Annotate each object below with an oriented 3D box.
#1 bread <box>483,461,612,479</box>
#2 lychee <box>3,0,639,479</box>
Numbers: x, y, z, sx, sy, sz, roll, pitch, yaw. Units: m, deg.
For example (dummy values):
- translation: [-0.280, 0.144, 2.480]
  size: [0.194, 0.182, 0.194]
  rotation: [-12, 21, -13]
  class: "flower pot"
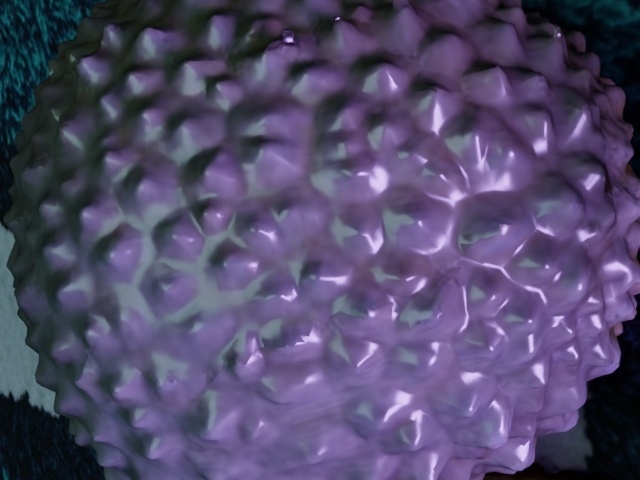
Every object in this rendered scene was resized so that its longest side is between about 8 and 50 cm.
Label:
- translation: [0.143, 0.193, 0.865]
  size: [0.160, 0.140, 0.169]
  rotation: [47, 124, 20]
  class: "bread"
- translation: [0.000, 0.000, 0.837]
  size: [0.432, 0.380, 0.381]
  rotation: [-11, 87, 35]
  class: "lychee"
